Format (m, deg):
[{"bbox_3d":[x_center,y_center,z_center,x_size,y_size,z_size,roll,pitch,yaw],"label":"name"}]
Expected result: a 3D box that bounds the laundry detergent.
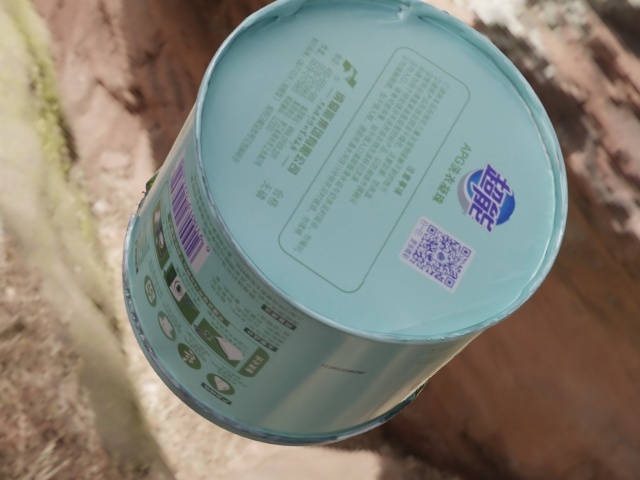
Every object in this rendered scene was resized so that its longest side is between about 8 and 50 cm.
[{"bbox_3d":[0.000,0.000,1.241,0.287,0.305,0.287,8,64,-17],"label":"laundry detergent"}]
